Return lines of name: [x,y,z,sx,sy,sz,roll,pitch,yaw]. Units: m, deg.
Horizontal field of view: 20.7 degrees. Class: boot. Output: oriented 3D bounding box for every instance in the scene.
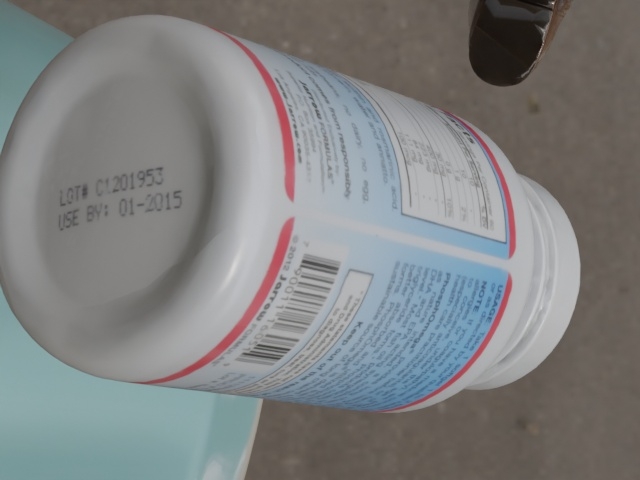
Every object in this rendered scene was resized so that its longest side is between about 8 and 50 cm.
boot: [0.077,-0.105,0.591,0.106,0.037,0.114,-62,179,15]

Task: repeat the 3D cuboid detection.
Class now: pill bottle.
pill bottle: [0.000,0.000,0.460,0.160,0.087,0.087,14,73,-51]

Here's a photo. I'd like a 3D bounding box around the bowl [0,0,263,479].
bowl: [-0.113,0.049,0.854,0.311,0.163,0.312,-169,-90,-83]
